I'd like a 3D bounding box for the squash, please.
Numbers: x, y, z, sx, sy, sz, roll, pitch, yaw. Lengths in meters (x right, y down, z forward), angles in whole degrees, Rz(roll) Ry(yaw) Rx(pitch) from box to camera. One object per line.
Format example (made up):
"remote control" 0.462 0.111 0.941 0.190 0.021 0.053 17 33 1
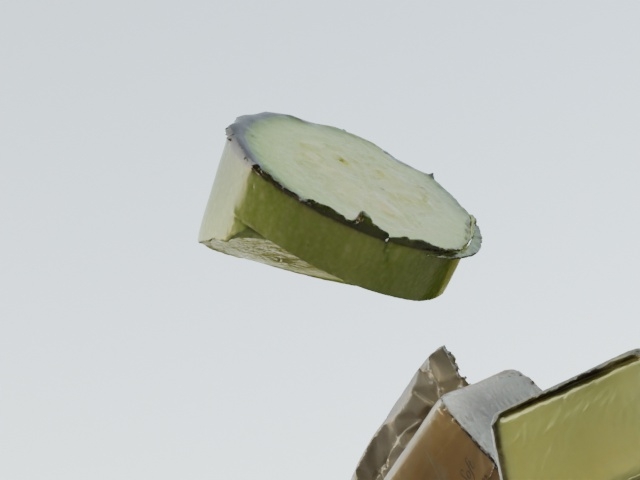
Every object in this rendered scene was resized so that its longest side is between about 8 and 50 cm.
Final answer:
"squash" 0.009 -0.004 1.435 0.220 0.220 0.133 13 -74 -41

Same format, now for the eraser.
"eraser" 0.241 0.182 1.626 0.172 0.117 0.058 -30 -33 31

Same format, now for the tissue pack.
"tissue pack" 0.160 0.316 2.471 0.238 0.238 0.305 7 -52 -34
